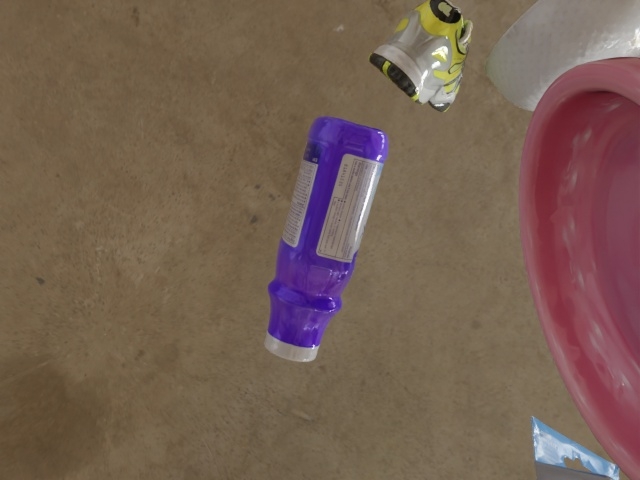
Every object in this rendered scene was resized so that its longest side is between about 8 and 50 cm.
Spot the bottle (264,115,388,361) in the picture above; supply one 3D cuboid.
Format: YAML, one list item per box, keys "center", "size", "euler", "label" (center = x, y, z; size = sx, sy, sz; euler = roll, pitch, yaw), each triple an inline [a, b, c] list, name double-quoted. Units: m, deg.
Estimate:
- center: [0.000, 0.000, 0.707]
  size: [0.092, 0.118, 0.283]
  euler: [14, 98, -8]
  label: "bottle"

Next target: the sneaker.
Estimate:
- center: [0.205, -0.320, 1.038]
  size: [0.145, 0.384, 0.147]
  euler: [42, 111, 1]
  label: "sneaker"

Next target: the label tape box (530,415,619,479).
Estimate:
- center: [0.421, 0.428, 0.815]
  size: [0.249, 0.115, 0.348]
  euler: [34, 43, -27]
  label: "label tape box"

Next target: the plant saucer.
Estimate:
- center: [0.254, 0.027, 0.458]
  size: [0.084, 0.332, 0.332]
  euler: [-12, 86, -1]
  label: "plant saucer"

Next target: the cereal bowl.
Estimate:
- center: [0.437, -0.306, 0.930]
  size: [0.339, 0.339, 0.141]
  euler: [-24, 80, -21]
  label: "cereal bowl"
